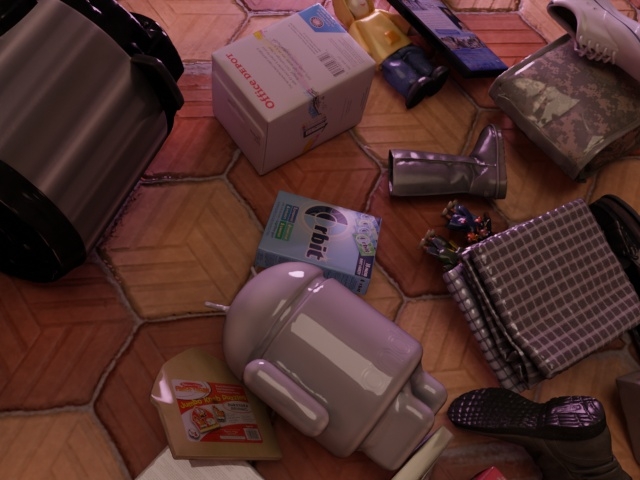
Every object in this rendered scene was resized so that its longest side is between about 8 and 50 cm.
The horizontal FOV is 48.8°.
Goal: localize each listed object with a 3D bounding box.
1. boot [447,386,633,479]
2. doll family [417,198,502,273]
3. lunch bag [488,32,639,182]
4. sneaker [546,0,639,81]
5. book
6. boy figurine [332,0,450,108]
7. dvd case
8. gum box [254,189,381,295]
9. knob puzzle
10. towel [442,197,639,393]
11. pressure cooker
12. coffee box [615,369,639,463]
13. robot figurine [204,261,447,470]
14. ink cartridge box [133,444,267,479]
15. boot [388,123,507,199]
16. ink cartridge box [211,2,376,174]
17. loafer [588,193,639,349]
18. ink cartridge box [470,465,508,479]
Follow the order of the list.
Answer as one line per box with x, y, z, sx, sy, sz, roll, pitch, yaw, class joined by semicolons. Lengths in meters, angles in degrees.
0.314;0.307;1.034;0.083;0.246;0.161;-46;121;-42;boot
0.248;-0.001;1.207;0.111;0.076;0.193;31;60;14;doll family
0.475;-0.246;1.311;0.287;0.169;0.235;-28;68;-25;lunch bag
0.497;-0.350;1.240;0.091;0.094;0.258;-30;57;0;sneaker
0.124;0.331;1.004;0.035;0.096;0.144;42;66;11;book
0.131;-0.396;1.383;0.177;0.092;0.285;-31;75;-21;boy figurine
0.249;-0.414;1.401;0.180;0.022;0.253;-19;64;-49;dvd case
0.000;0.000;1.160;0.184;0.041;0.157;16;42;0;gum box
-0.160;0.235;1.009;0.213;0.030;0.213;28;27;-15;knob puzzle
0.359;0.080;1.109;0.283;0.121;0.235;-23;83;-29;towel
-0.425;-0.196;1.052;0.369;0.375;0.421;32;62;-10;pressure cooker
0.602;0.250;1.088;0.246;0.098;0.141;-14;91;-15;coffee box
0.005;0.166;1.013;0.353;0.200;0.300;36;23;10;robot figurine
-0.182;0.359;0.984;0.145;0.045;0.179;41;75;13;ink cartridge box
0.228;-0.146;1.285;0.208;0.076;0.190;1;46;7;boot
-0.054;-0.265;1.244;0.232;0.168;0.171;-31;70;-21;ink cartridge box
0.530;0.061;1.199;0.095;0.109;0.303;-19;70;-12;loafer
0.210;0.447;0.958;0.217;0.092;0.158;-37;74;-25;ink cartridge box
